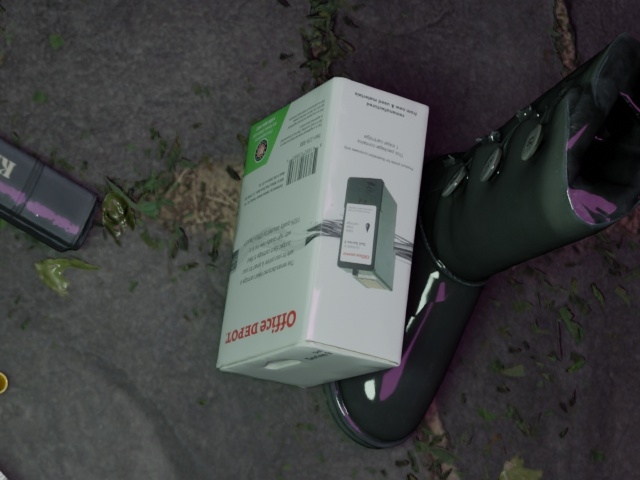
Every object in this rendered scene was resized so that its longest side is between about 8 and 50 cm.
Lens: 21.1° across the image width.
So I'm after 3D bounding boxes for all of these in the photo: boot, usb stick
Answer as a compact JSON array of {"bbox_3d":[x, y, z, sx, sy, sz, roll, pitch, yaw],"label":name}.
[{"bbox_3d":[0.183,0.017,1.791,0.146,0.445,0.367,24,68,-21],"label":"boot"},{"bbox_3d":[-0.354,-0.081,1.760,0.278,0.045,0.077,32,66,-18],"label":"usb stick"}]

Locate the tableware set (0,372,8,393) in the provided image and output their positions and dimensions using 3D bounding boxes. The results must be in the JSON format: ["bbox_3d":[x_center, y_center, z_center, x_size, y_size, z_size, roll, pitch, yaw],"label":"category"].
[{"bbox_3d":[-0.383,0.161,1.698,0.154,0.024,0.104,-25,91,-31],"label":"tableware set"}]

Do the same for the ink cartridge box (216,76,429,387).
[{"bbox_3d":[0.000,0.000,1.836,0.121,0.211,0.289,16,72,-26],"label":"ink cartridge box"}]

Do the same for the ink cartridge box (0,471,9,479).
[{"bbox_3d":[-0.352,0.254,1.662,0.135,0.056,0.099,49,65,-16],"label":"ink cartridge box"}]
